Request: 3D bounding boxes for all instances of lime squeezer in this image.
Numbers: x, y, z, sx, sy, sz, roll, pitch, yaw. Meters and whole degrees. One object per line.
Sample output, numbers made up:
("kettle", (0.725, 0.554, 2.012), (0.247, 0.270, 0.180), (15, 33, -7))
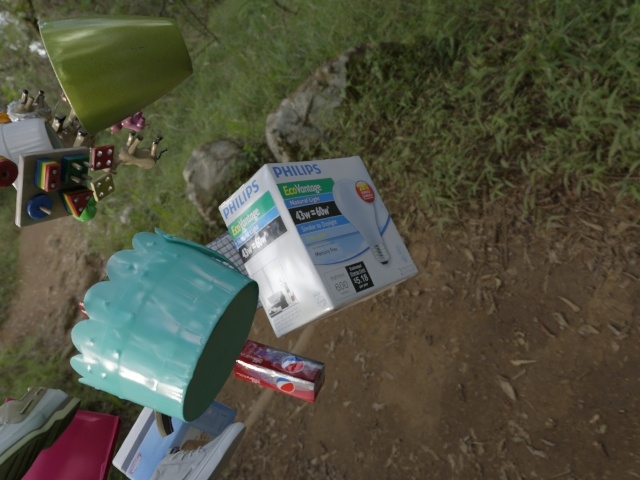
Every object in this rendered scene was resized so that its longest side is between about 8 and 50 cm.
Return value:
("lime squeezer", (-0.587, -0.111, 1.281), (0.310, 0.059, 0.109), (-133, 27, -60))

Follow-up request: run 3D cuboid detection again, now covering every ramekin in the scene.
("ramekin", (-0.676, -0.194, 1.254), (0.207, 0.109, 0.207), (61, 167, 25))

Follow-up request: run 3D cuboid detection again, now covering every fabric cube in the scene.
("fabric cube", (-0.655, 0.547, 1.286), (0.259, 0.258, 0.254), (129, 150, -60))

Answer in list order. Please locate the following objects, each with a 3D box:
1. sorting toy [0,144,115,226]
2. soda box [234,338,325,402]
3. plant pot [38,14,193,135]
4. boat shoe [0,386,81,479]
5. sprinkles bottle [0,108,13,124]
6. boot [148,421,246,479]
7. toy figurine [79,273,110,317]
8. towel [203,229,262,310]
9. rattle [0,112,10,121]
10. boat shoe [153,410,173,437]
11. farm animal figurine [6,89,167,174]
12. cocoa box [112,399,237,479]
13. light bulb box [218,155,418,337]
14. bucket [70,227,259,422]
("sorting toy", (-0.453, -0.093, 0.927), (0.046, 0.274, 0.132), (25, 114, 17))
("soda box", (-0.122, 0.383, 1.542), (0.092, 0.263, 0.083), (-52, -31, -52))
("plant pot", (-0.477, -0.435, 1.286), (0.275, 0.294, 0.274), (159, 90, -79))
("boat shoe", (-0.555, 0.355, 0.947), (0.113, 0.103, 0.302), (-63, 3, 3))
("sprinkles bottle", (-1.096, -0.393, 1.702), (0.121, 0.355, 0.121), (-14, 65, 32))
("boot", (-0.286, 0.489, 1.156), (0.258, 0.123, 0.095), (-51, -19, -25))
("toy figurine", (-0.508, 0.177, 1.398), (0.209, 0.213, 0.148), (-39, 1, 44))
("towel", (-0.295, 0.126, 1.490), (0.284, 0.235, 0.121), (-30, 17, 13))
("rattle", (-0.909, -0.391, 1.343), (0.130, 0.199, 0.142), (-29, 13, 40))
("boat shoe", (-0.435, 0.422, 1.488), (0.103, 0.092, 0.285), (-161, 65, -68))
("farm animal figurine", (-0.662, -0.295, 1.504), (0.172, 0.330, 0.327), (-52, -2, 30))
("cocoa box", (-0.515, 0.704, 1.874), (0.228, 0.231, 0.347), (12, 66, 40))
("light bulb box", (0.000, 0.000, 1.318), (0.225, 0.358, 0.361), (-34, 77, 41))
("bucket", (-0.230, 0.138, 0.833), (0.281, 0.183, 0.281), (23, -90, -81))
